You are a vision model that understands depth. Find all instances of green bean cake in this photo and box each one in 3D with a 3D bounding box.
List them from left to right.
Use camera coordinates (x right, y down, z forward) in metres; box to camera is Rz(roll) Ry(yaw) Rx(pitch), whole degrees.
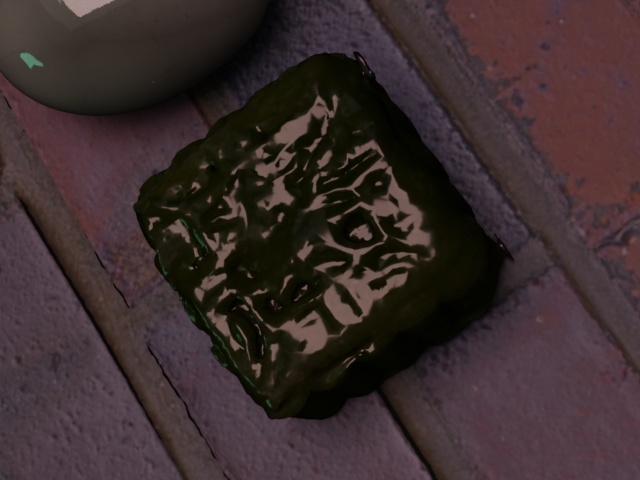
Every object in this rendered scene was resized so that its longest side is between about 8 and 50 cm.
[{"bbox_3d":[0.000,0.000,1.382,0.247,0.156,0.250,-36,72,8],"label":"green bean cake"}]

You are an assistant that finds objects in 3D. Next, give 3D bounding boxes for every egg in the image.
[{"bbox_3d":[-0.174,-0.210,1.460,0.264,0.183,0.183,-14,75,6],"label":"egg"}]
